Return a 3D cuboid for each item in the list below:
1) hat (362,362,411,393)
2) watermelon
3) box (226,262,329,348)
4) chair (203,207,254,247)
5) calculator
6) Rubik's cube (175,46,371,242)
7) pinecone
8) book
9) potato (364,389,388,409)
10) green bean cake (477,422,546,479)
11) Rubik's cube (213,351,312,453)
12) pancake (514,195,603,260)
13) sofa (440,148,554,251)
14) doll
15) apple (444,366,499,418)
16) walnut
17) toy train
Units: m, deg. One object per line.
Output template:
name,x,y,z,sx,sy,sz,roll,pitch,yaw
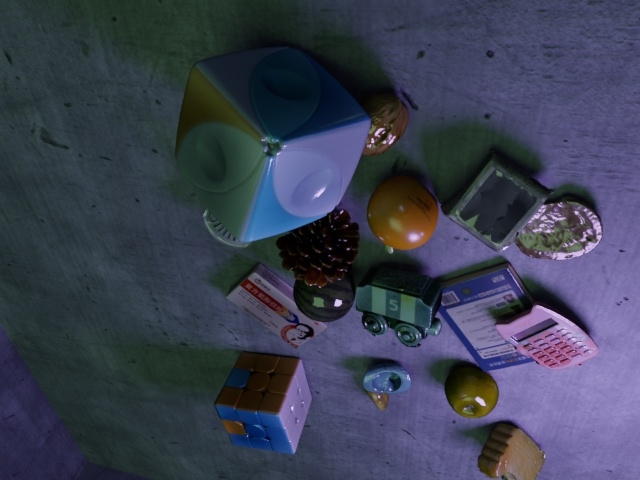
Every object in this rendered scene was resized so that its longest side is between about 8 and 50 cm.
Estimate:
hat,0.261,0.537,2.105,0.191,0.078,0.138,0,115,4
watermelon,0.011,0.171,1.805,0.212,0.212,0.212,10,131,12
box,-0.161,0.255,2.035,0.353,0.069,0.214,38,130,-15
chair,-0.247,-0.099,1.696,0.203,0.190,0.275,35,159,-10
calculator,0.734,0.315,1.724,0.330,0.048,0.220,37,129,-16
Rubik's cube,-0.128,-0.244,1.347,0.347,0.352,0.352,49,137,22
pinecone,0.010,0.001,1.649,0.264,0.264,0.264,10,131,12
book,0.585,0.272,1.795,0.300,0.039,0.428,-23,118,33
potato,0.237,0.629,2.182,0.070,0.091,0.138,-31,114,22
green bean cake,0.746,0.872,2.113,0.236,0.233,0.124,46,156,-19
Rubik's cube,-0.230,0.682,2.259,0.292,0.291,0.290,2,129,19
pancake,0.664,-0.033,1.512,0.222,0.042,0.236,46,130,-15
sofa,0.480,-0.108,1.480,0.210,0.176,0.225,34,103,2
doll,0.214,-0.066,1.552,0.213,0.213,0.236,42,143,-16
apple,0.553,0.562,1.970,0.197,0.157,0.196,8,125,12
walnut,0.147,-0.308,1.401,0.155,0.155,0.184,40,131,-14
toy train,0.259,0.210,1.769,0.299,0.167,0.238,14,127,23
